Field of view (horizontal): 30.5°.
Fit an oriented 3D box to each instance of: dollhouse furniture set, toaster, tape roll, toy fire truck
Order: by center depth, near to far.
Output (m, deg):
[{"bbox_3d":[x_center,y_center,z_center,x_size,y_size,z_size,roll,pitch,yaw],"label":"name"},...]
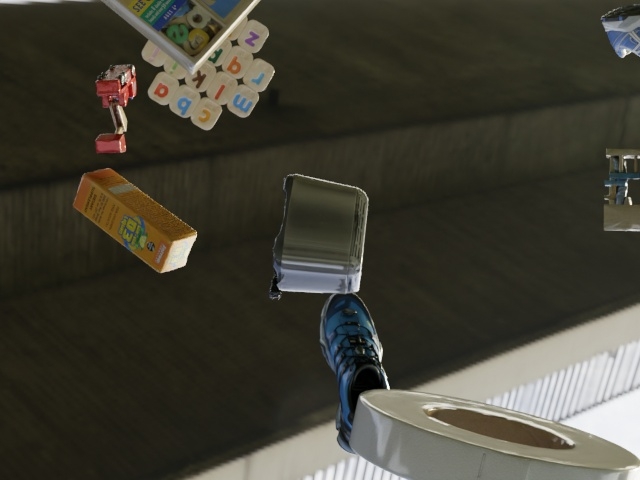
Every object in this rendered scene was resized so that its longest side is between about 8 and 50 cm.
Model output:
[{"bbox_3d":[0.232,0.281,1.577,0.392,0.072,0.392,12,-178,-1],"label":"tape roll"},{"bbox_3d":[0.503,-0.079,1.807,0.129,0.129,0.184,1,180,14],"label":"dollhouse furniture set"},{"bbox_3d":[0.000,0.000,1.961,0.147,0.129,0.227,6,-123,3],"label":"toaster"},{"bbox_3d":[-0.380,-0.247,2.196,0.047,0.135,0.192,-2,-160,5],"label":"toy fire truck"}]

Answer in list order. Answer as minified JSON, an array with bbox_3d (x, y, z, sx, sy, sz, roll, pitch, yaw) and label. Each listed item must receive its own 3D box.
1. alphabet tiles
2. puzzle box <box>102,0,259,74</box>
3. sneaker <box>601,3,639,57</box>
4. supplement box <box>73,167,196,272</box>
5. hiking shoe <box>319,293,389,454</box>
[{"bbox_3d":[-0.257,-0.409,2.699,0.284,0.278,0.021,30,-177,-11],"label":"alphabet tiles"},{"bbox_3d":[-0.203,-0.529,2.094,0.272,0.052,0.409,39,-107,-1],"label":"puzzle box"},{"bbox_3d":[0.563,-0.348,1.939,0.080,0.081,0.211,-30,-158,-27],"label":"sneaker"},{"bbox_3d":[-0.340,-0.038,2.149,0.233,0.078,0.080,34,-153,20],"label":"supplement box"},{"bbox_3d":[0.076,0.221,2.083,0.113,0.132,0.304,-3,-113,-18],"label":"hiking shoe"}]
